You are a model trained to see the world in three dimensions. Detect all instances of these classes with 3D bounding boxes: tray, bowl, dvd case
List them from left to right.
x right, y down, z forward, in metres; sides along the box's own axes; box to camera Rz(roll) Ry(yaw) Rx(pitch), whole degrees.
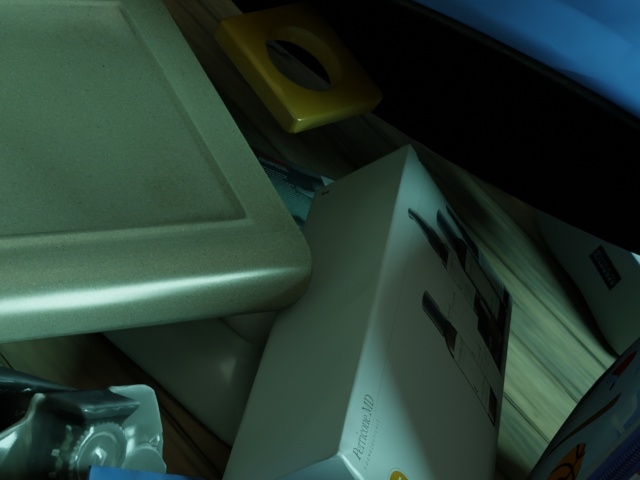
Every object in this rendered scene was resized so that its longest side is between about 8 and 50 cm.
[{"bbox_3d":[-0.099,-0.031,0.785,0.270,0.030,0.145,41,32,5],"label":"tray"},{"bbox_3d":[0.000,0.000,0.901,0.087,0.013,0.119,20,32,-34],"label":"dvd case"},{"bbox_3d":[0.115,-0.084,0.896,0.391,0.077,0.391,29,-4,2],"label":"bowl"}]

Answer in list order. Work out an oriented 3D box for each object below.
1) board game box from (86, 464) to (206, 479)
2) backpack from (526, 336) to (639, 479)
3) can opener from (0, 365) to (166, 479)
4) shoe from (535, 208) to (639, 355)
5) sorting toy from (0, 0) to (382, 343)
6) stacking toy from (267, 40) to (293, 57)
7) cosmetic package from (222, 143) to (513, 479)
[{"bbox_3d":[-0.040,0.142,0.570,0.133,0.033,0.168,62,10,16],"label":"board game box"},{"bbox_3d":[0.213,0.102,0.700,0.213,0.263,0.276,48,25,-4],"label":"backpack"},{"bbox_3d":[-0.157,0.080,0.517,0.095,0.076,0.283,16,9,37],"label":"can opener"},{"bbox_3d":[0.198,0.012,1.095,0.081,0.063,0.178,20,36,-37],"label":"shoe"},{"bbox_3d":[-0.115,-0.042,0.713,0.347,0.047,0.196,-5,57,-39],"label":"sorting toy"},{"bbox_3d":[0.054,-0.136,1.159,0.221,0.052,0.167,32,26,-15],"label":"stacking toy"},{"bbox_3d":[0.028,0.060,0.724,0.099,0.060,0.239,53,25,-20],"label":"cosmetic package"}]
